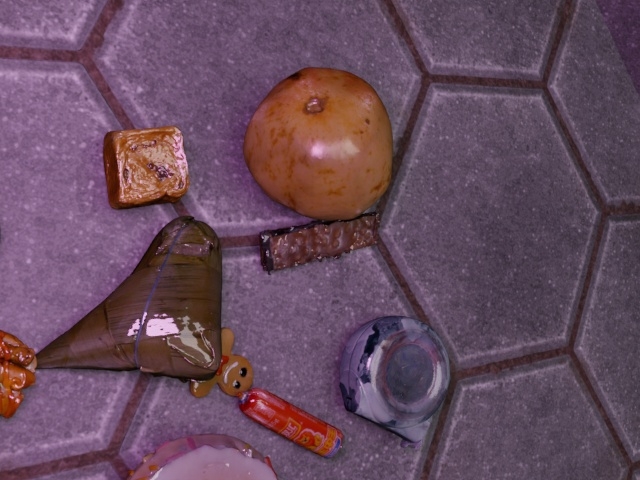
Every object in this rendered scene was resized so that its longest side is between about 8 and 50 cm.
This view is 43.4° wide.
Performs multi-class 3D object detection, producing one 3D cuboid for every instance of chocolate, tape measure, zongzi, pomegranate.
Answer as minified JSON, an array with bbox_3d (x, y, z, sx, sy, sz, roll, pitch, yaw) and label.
[{"bbox_3d":[-0.004,-0.004,1.833,0.329,0.065,0.102,-12,106,-33],"label":"chocolate"},{"bbox_3d":[0.166,0.311,1.862,0.256,0.147,0.275,32,72,-25],"label":"tape measure"},{"bbox_3d":[-0.371,0.109,1.549,0.360,0.160,0.323,0,63,-6],"label":"zongzi"},{"bbox_3d":[-0.006,-0.193,1.724,0.342,0.342,0.343,4,82,-34],"label":"pomegranate"}]

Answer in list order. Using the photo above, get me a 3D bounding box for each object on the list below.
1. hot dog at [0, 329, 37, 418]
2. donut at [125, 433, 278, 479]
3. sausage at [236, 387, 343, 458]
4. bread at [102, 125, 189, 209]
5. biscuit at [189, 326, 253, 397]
[{"bbox_3d":[-0.643,0.193,1.338,0.348,0.117,0.158,27,71,-29],"label":"hot dog"},{"bbox_3d":[-0.241,0.556,1.555,0.382,0.142,0.383,4,83,-35],"label":"donut"},{"bbox_3d":[-0.072,0.386,1.732,0.274,0.074,0.074,35,67,-25],"label":"sausage"},{"bbox_3d":[-0.342,-0.143,1.568,0.149,0.143,0.158,-4,87,-28],"label":"bread"},{"bbox_3d":[-0.234,0.245,1.662,0.240,0.035,0.158,34,69,-26],"label":"biscuit"}]
